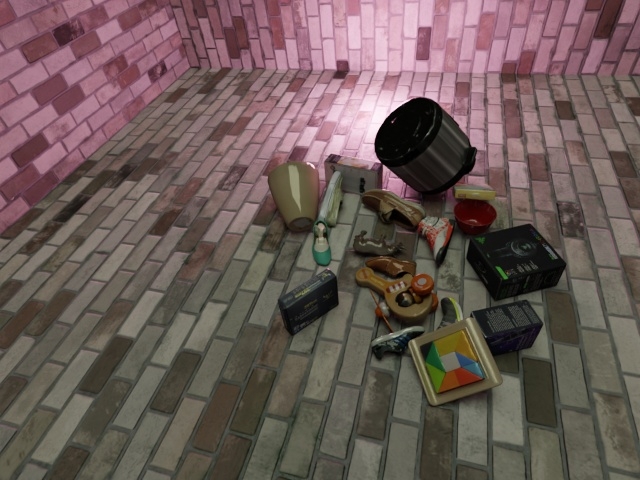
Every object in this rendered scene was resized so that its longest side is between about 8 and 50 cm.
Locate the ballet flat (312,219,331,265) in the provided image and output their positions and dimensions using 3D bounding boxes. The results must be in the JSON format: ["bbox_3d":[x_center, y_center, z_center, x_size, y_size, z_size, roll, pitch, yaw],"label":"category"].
[{"bbox_3d":[0.000,0.000,1.838,0.083,0.087,0.247,-6,45,1],"label":"ballet flat"}]

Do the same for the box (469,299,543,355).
[{"bbox_3d":[0.619,0.305,1.404,0.207,0.153,0.108,-13,46,-4],"label":"box"}]

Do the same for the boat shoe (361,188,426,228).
[{"bbox_3d":[0.326,-0.147,1.921,0.325,0.123,0.116,22,54,29],"label":"boat shoe"}]

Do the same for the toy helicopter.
[{"bbox_3d":[0.262,0.208,1.594,0.235,0.140,0.355,-44,44,-20],"label":"toy helicopter"}]

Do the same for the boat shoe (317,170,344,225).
[{"bbox_3d":[0.066,-0.200,2.007,0.094,0.109,0.302,17,69,1],"label":"boat shoe"}]

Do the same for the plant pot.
[{"bbox_3d":[-0.111,-0.191,1.958,0.257,0.256,0.273,-10,60,-2],"label":"plant pot"}]

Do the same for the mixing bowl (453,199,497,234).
[{"bbox_3d":[0.680,-0.091,1.829,0.182,0.098,0.181,-4,43,4],"label":"mixing bowl"}]

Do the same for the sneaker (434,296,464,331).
[{"bbox_3d":[0.443,0.324,1.444,0.121,0.111,0.299,-3,43,10],"label":"sneaker"}]

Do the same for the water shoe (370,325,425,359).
[{"bbox_3d":[0.282,0.365,1.460,0.203,0.073,0.080,-16,67,-3],"label":"water shoe"}]

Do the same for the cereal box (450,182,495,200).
[{"bbox_3d":[0.711,-0.233,1.930,0.173,0.047,0.240,5,17,12],"label":"cereal box"}]

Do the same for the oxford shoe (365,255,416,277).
[{"bbox_3d":[0.288,0.115,1.697,0.213,0.076,0.076,5,52,11],"label":"oxford shoe"}]

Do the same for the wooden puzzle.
[{"bbox_3d":[0.423,0.387,1.320,0.239,0.044,0.220,-27,61,19],"label":"wooden puzzle"}]

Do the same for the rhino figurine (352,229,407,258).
[{"bbox_3d":[0.255,0.025,1.790,0.244,0.073,0.106,10,43,15],"label":"rhino figurine"}]

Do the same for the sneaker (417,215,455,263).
[{"bbox_3d":[0.486,-0.009,1.783,0.145,0.090,0.270,14,45,21],"label":"sneaker"}]

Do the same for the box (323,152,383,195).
[{"bbox_3d":[0.169,-0.329,2.091,0.290,0.169,0.087,15,46,23],"label":"box"}]

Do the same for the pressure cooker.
[{"bbox_3d":[0.508,-0.425,1.975,0.375,0.420,0.369,-41,39,24],"label":"pressure cooker"}]

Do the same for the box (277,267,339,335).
[{"bbox_3d":[-0.040,0.231,1.543,0.233,0.183,0.059,-31,49,-23],"label":"box"}]

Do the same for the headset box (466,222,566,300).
[{"bbox_3d":[0.750,0.081,1.625,0.283,0.131,0.246,-12,44,-4],"label":"headset box"}]
